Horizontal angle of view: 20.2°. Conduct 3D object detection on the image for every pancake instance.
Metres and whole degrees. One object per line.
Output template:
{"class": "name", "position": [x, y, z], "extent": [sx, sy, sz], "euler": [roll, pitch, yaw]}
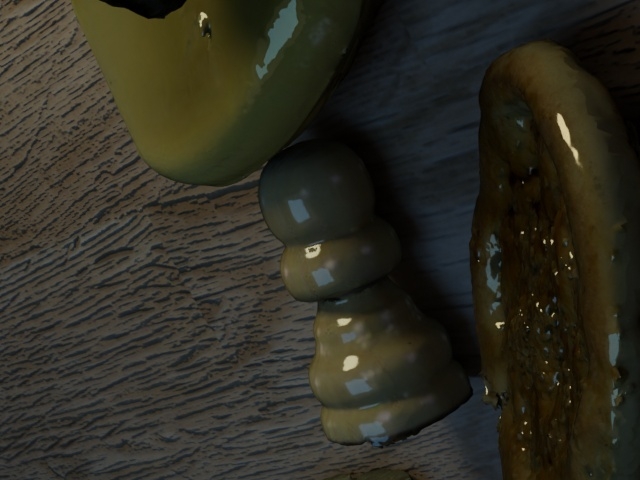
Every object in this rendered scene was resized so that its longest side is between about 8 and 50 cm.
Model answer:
{"class": "pancake", "position": [0.167, 0.055, 1.295], "extent": [0.382, 0.071, 0.382], "euler": [175, 90, -82]}

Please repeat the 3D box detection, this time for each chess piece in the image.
{"class": "chess piece", "position": [0.029, 0.036, 1.562], "extent": [0.142, 0.142, 0.261], "euler": [-6, 106, 52]}

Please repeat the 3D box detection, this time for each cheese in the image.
{"class": "cheese", "position": [-0.072, -0.191, 1.473], "extent": [0.316, 0.128, 0.260], "euler": [-25, 92, 44]}

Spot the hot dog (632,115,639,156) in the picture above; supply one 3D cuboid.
{"class": "hot dog", "position": [0.266, -0.072, 1.246], "extent": [0.140, 0.060, 0.090], "euler": [-31, 89, 48]}

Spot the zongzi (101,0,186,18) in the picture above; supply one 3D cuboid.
{"class": "zongzi", "position": [-0.161, -0.356, 1.380], "extent": [0.317, 0.154, 0.289], "euler": [42, 105, 37]}

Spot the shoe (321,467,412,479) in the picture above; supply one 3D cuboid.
{"class": "shoe", "position": [0.028, 0.303, 1.793], "extent": [0.227, 0.099, 0.125], "euler": [-20, 99, 50]}
